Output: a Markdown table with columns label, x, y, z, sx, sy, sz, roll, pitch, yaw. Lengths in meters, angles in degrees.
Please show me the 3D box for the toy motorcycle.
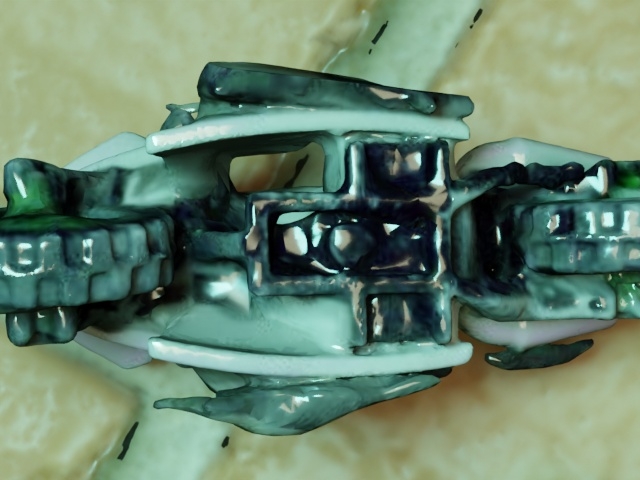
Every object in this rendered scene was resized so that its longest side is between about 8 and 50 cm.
| label | x | y | z | sx | sy | sz | roll | pitch | yaw |
| --- | --- | --- | --- | --- | --- | --- | --- | --- | --- |
| toy motorcycle | 0.000 | 0.000 | 0.691 | 0.326 | 0.188 | 0.143 | -2 | 91 | -10 |
